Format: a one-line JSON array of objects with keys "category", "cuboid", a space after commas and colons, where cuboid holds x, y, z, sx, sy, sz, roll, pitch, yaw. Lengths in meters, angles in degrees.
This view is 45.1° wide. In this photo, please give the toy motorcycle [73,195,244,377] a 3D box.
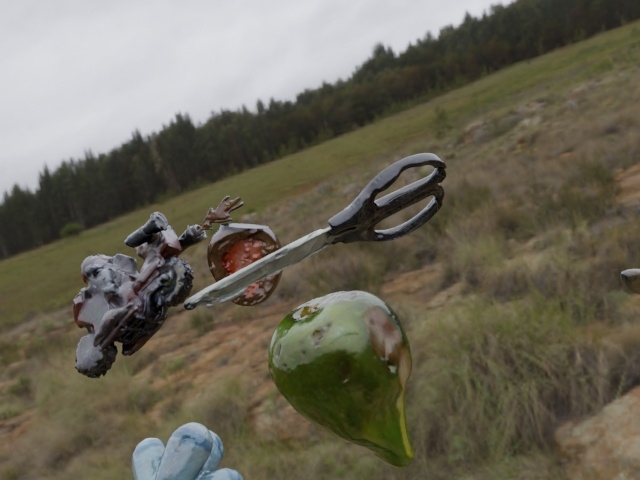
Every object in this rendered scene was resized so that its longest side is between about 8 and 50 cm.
[{"category": "toy motorcycle", "cuboid": [-0.300, 0.052, 1.324, 0.401, 0.207, 0.134, -41, -35, 18]}]

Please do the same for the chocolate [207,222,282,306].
[{"category": "chocolate", "cuboid": [-0.122, 0.040, 1.261, 0.124, 0.133, 0.127, 11, 6, 31]}]

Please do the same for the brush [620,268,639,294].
[{"category": "brush", "cuboid": [0.351, 0.052, 0.787, 0.196, 0.021, 0.070, 18, -55, -42]}]

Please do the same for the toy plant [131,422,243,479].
[{"category": "toy plant", "cuboid": [-0.280, 0.493, 1.499, 0.247, 0.247, 0.332, -13, 18, 24]}]

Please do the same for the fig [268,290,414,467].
[{"category": "fig", "cuboid": [0.048, 0.214, 1.099, 0.206, 0.275, 0.206, -24, 8, 4]}]

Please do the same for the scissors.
[{"category": "scissors", "cuboid": [0.000, 0.000, 0.774, 0.300, 0.022, 0.109, -27, -36, -15]}]
